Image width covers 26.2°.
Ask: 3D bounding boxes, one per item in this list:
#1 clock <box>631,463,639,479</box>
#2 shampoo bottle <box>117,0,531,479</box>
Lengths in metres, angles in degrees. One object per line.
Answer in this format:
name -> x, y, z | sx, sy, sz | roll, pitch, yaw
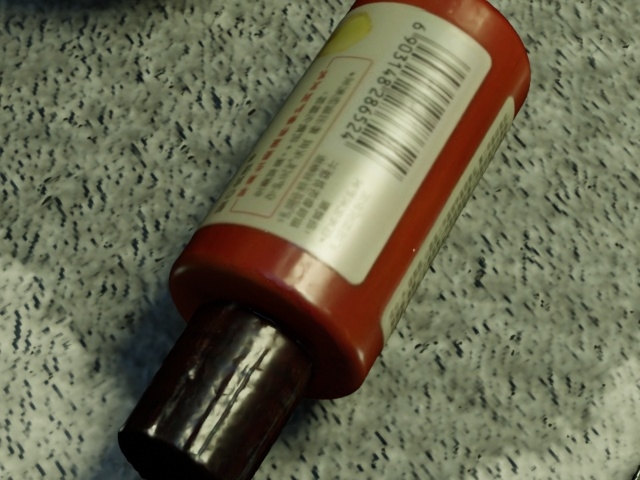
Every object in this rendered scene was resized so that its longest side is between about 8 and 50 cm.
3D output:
clock -> 0.236, 0.165, 0.629 | 0.214, 0.042, 0.215 | 3, 61, -5
shampoo bottle -> 0.000, 0.000, 0.654 | 0.104, 0.104, 0.278 | 28, 61, 8
